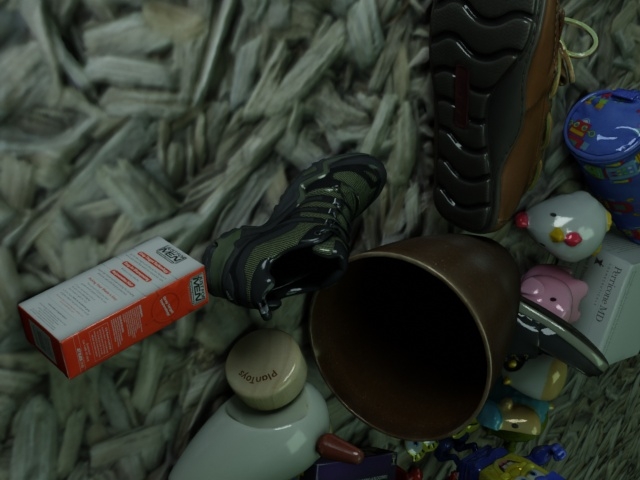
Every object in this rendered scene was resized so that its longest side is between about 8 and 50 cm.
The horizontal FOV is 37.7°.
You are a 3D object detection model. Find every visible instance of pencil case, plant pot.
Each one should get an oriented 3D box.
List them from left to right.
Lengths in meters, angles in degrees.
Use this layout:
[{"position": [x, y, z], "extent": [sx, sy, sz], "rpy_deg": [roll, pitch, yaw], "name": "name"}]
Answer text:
[{"position": [0.138, 0.079, 1.067], "extent": [0.230, 0.215, 0.215], "rpy_deg": [-30, 135, -52], "name": "plant pot"}, {"position": [0.448, -0.105, 1.340], "extent": [0.306, 0.119, 0.133], "rpy_deg": [38, 78, -52], "name": "pencil case"}]

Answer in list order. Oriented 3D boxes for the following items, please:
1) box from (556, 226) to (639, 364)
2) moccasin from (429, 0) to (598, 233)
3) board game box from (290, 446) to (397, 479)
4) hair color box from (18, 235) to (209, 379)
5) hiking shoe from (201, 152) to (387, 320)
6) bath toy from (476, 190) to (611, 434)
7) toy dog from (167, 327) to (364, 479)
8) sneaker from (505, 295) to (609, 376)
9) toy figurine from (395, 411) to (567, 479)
[{"position": [0.447, 0.085, 1.462], "extent": [0.182, 0.119, 0.181], "rpy_deg": [-6, 117, -46], "name": "box"}, {"position": [0.205, -0.185, 1.006], "extent": [0.147, 0.139, 0.380], "rpy_deg": [-37, 134, -36], "name": "moccasin"}, {"position": [0.027, 0.339, 1.178], "extent": [0.170, 0.048, 0.141], "rpy_deg": [7, 88, -50], "name": "board game box"}, {"position": [-0.172, 0.053, 0.789], "extent": [0.141, 0.072, 0.043], "rpy_deg": [-29, 132, -33], "name": "hair color box"}, {"position": [0.000, 0.000, 0.911], "extent": [0.227, 0.114, 0.086], "rpy_deg": [-39, 138, -24], "name": "hiking shoe"}, {"position": [0.305, 0.098, 1.311], "extent": [0.129, 0.151, 0.348], "rpy_deg": [3, 110, -19], "name": "bath toy"}, {"position": [-0.083, 0.260, 0.948], "extent": [0.333, 0.161, 0.220], "rpy_deg": [-58, 142, -2], "name": "toy dog"}, {"position": [0.254, 0.138, 1.219], "extent": [0.118, 0.222, 0.083], "rpy_deg": [-60, 167, 10], "name": "sneaker"}, {"position": [0.281, 0.369, 1.380], "extent": [0.362, 0.217, 0.191], "rpy_deg": [-13, 123, -43], "name": "toy figurine"}]
